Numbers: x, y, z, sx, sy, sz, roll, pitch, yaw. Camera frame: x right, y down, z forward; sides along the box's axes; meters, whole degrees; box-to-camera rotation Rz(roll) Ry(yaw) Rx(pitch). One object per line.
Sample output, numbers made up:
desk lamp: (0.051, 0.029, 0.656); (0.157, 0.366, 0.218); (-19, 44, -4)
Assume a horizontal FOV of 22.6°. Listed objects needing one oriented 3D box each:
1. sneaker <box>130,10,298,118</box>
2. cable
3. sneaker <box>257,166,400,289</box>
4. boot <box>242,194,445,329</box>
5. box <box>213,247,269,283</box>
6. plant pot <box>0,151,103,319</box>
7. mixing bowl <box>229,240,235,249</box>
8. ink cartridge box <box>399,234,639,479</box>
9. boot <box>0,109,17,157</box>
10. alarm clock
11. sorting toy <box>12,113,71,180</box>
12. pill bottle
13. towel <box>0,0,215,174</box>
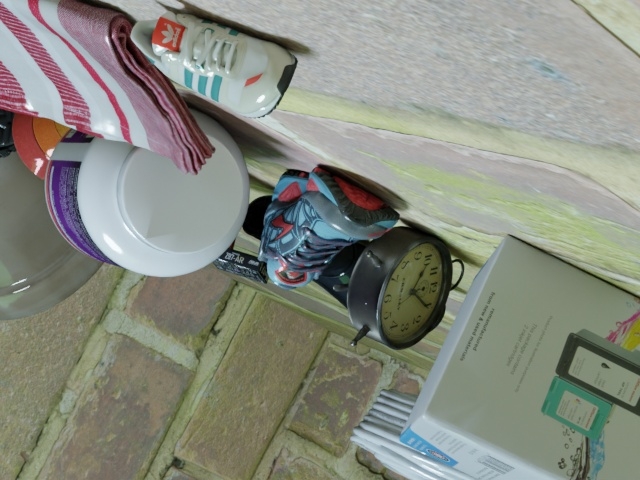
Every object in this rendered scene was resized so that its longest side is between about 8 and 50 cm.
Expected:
sneaker: (-0.085, -0.135, 1.191); (0.075, 0.057, 0.161); (23, 180, -36)
cable: (0.162, 0.244, 1.766); (0.257, 0.089, 0.257); (27, 173, -9)
sneaker: (0.000, 0.000, 1.690); (0.104, 0.125, 0.262); (27, 174, -12)
boot: (0.028, 0.035, 2.027); (0.246, 0.094, 0.207); (31, 180, 18)
box: (-0.099, 0.028, 1.956); (0.067, 0.018, 0.083); (17, 170, 10)
plant pot: (-0.503, -0.087, 2.468); (0.323, 0.323, 0.280); (22, 155, 38)
mixing bowl: (-0.168, -0.063, 1.994); (0.181, 0.098, 0.181); (26, 174, 3)
ink cartridge box: (0.247, 0.157, 1.560); (0.270, 0.197, 0.198); (26, 166, 2)
boot: (-0.551, -0.168, 2.165); (0.348, 0.131, 0.260); (5, 180, -16)
alarm clock: (0.097, 0.048, 1.760); (0.064, 0.129, 0.192); (24, -159, 39)
sorting toy: (-0.378, -0.199, 1.861); (0.365, 0.127, 0.126); (32, 143, -29)
pill bottle: (-0.185, -0.055, 1.725); (0.181, 0.181, 0.323); (28, 174, -18)
towel: (-0.274, -0.172, 1.495); (0.329, 0.037, 0.237); (19, 159, 27)
